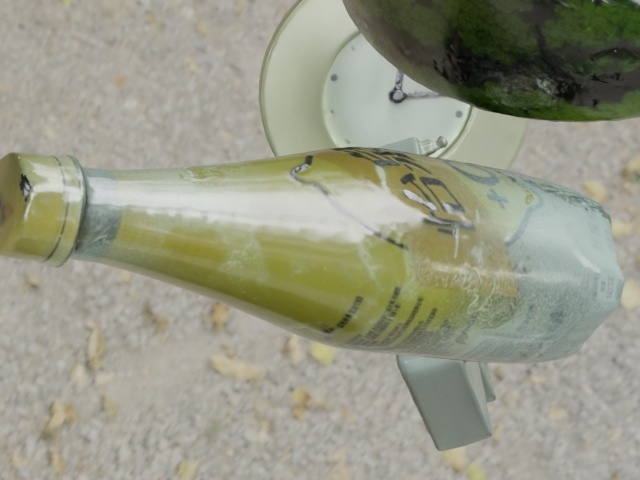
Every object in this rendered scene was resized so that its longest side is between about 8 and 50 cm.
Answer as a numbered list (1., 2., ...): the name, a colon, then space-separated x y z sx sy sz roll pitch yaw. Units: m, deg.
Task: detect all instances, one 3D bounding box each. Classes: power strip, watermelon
1. power strip: 0.082 0.048 1.018 0.061 0.145 0.216 -15 41 9
2. watermelon: 0.088 -0.112 0.634 0.245 0.063 0.119 18 54 31

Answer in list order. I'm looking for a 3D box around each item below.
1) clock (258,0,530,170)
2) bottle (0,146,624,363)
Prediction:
1. clock: 0.065 -0.123 1.323 0.235 0.235 0.029 20 12 -13
2. bottle: 0.000 0.000 0.611 0.269 0.083 0.083 9 51 -32
